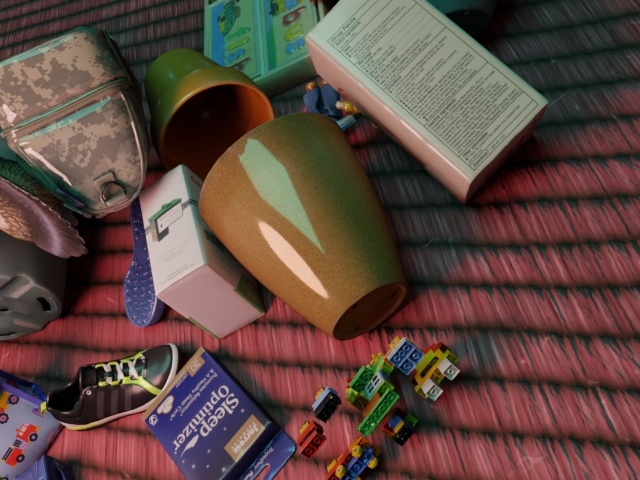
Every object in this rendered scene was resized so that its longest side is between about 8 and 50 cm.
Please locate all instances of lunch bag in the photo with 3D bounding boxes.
[{"bbox_3d":[-0.372,-0.178,1.120,0.212,0.256,0.305,-29,15,-6],"label":"lunch bag"},{"bbox_3d":[-0.397,0.368,1.029,0.065,0.067,0.098,-39,48,4],"label":"lunch bag"},{"bbox_3d":[-0.567,0.281,1.041,0.138,0.293,0.221,19,72,39],"label":"lunch bag"}]

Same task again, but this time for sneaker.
[{"bbox_3d":[-0.269,0.030,1.179,0.081,0.090,0.233,-4,79,29],"label":"sneaker"},{"bbox_3d":[-0.317,0.221,1.058,0.234,0.097,0.084,-31,49,11],"label":"sneaker"}]

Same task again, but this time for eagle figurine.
[{"bbox_3d":[-0.507,-0.055,1.036,0.298,0.225,0.226,-5,59,-19],"label":"eagle figurine"}]

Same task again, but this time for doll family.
[{"bbox_3d":[0.039,-0.203,1.108,0.262,0.118,0.163,-26,50,15],"label":"doll family"}]

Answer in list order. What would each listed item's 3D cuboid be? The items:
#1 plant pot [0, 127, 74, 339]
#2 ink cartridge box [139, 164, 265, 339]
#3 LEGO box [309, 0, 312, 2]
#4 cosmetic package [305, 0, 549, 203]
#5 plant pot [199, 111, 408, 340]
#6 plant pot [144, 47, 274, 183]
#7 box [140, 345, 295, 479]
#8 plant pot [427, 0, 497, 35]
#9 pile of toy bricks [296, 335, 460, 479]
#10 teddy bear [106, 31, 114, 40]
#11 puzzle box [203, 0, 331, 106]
[{"bbox_3d":[-0.592,-0.021,1.262,0.341,0.341,0.334,-23,58,18],"label":"plant pot"},{"bbox_3d":[-0.183,0.015,1.072,0.092,0.160,0.219,-32,47,10],"label":"ink cartridge box"},{"bbox_3d":[0.140,-0.675,1.161,0.499,0.372,0.193,-16,52,16],"label":"LEGO box"},{"bbox_3d":[0.139,-0.209,0.957,0.153,0.129,0.296,-44,78,-3],"label":"cosmetic package"},{"bbox_3d":[0.000,0.000,0.950,0.237,0.237,0.254,-38,63,4],"label":"plant pot"},{"bbox_3d":[-0.211,-0.230,1.213,0.205,0.205,0.188,-40,53,3],"label":"plant pot"},{"bbox_3d":[-0.145,0.261,0.968,0.136,0.036,0.225,-49,49,-6],"label":"box"},{"bbox_3d":[0.172,-0.415,1.094,0.290,0.290,0.196,-17,81,22],"label":"plant pot"},{"bbox_3d":[0.058,0.188,0.857,0.212,0.118,0.105,-51,15,5],"label":"pile of toy bricks"},{"bbox_3d":[-0.514,-0.308,1.551,0.245,0.113,0.338,-40,55,12],"label":"teddy bear"},{"bbox_3d":[-0.109,-0.442,1.409,0.272,0.052,0.409,-21,51,18],"label":"puzzle box"}]
